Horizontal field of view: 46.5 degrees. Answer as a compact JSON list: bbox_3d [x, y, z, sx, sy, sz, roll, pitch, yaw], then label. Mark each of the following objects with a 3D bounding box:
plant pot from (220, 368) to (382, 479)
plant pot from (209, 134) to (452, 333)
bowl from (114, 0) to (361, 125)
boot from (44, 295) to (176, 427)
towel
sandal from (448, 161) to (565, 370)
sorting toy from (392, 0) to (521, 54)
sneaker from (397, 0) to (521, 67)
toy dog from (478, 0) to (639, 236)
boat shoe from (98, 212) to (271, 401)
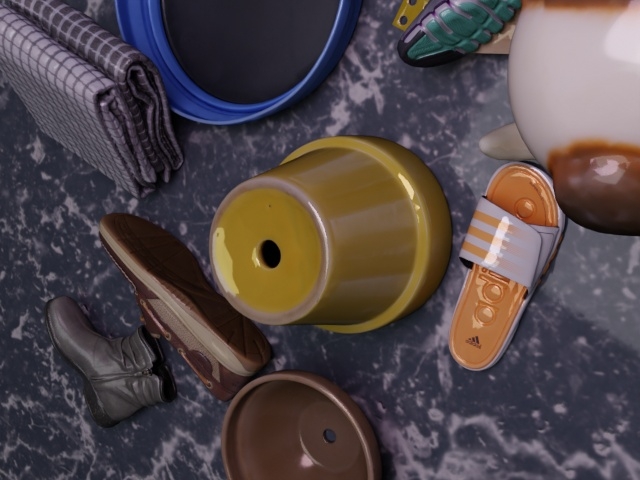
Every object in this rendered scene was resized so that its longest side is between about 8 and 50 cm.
[{"bbox_3d":[-0.010,0.284,1.017,0.237,0.110,0.237,4,98,31],"label":"plant pot"},{"bbox_3d":[0.000,0.000,0.901,0.254,0.239,0.254,5,99,31],"label":"plant pot"},{"bbox_3d":[-0.115,-0.353,1.018,0.391,0.077,0.391,4,99,31],"label":"bowl"},{"bbox_3d":[-0.338,0.174,1.226,0.161,0.083,0.246,-31,86,23],"label":"boot"},{"bbox_3d":[-0.322,-0.208,1.063,0.235,0.283,0.121,34,71,17],"label":"towel"},{"bbox_3d":[0.208,0.041,0.875,0.102,0.076,0.265,21,106,27],"label":"sandal"},{"bbox_3d":[0.218,-0.278,0.847,0.274,0.046,0.132,9,101,29],"label":"sorting toy"},{"bbox_3d":[0.172,-0.284,0.816,0.224,0.083,0.098,-33,57,27],"label":"sneaker"},{"bbox_3d":[0.290,-0.145,0.610,0.395,0.408,0.284,2,97,30],"label":"toy dog"},{"bbox_3d":[-0.227,0.100,1.120,0.342,0.123,0.123,42,114,13],"label":"boat shoe"}]
